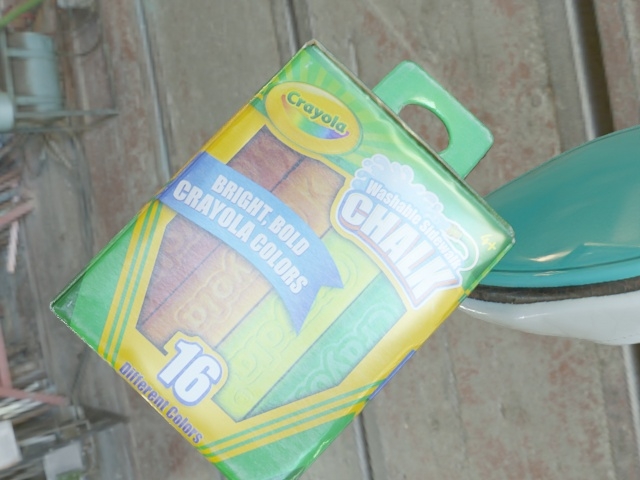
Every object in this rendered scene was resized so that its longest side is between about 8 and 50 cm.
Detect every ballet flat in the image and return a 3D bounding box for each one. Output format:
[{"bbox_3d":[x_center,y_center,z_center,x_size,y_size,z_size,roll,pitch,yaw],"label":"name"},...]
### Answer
[{"bbox_3d":[0.234,-0.011,0.385,0.400,0.139,0.139,-27,76,43],"label":"ballet flat"}]

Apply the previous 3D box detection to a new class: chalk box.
[{"bbox_3d":[0.000,0.000,0.403,0.132,0.213,0.132,42,175,1],"label":"chalk box"}]
